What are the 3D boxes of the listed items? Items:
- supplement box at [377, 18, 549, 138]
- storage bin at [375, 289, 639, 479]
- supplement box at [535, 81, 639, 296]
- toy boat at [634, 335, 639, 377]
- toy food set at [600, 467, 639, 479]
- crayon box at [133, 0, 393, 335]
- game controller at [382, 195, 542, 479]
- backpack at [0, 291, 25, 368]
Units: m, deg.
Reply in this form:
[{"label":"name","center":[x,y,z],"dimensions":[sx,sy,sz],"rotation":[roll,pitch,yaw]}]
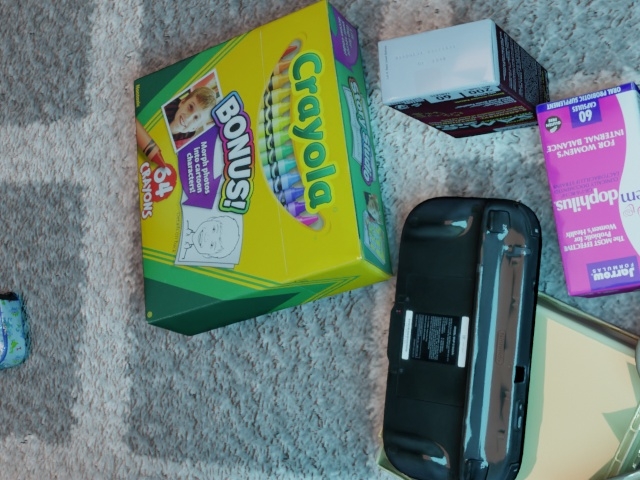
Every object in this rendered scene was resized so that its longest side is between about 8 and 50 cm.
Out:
[{"label":"supplement box","center":[0.171,-0.176,1.127],"dimensions":[0.130,0.239,0.073],"rotation":[-7,84,27]},{"label":"storage bin","center":[0.232,0.196,1.129],"dimensions":[0.262,0.123,0.260],"rotation":[26,98,26]},{"label":"supplement box","center":[0.325,-0.051,1.111],"dimensions":[0.111,0.114,0.220],"rotation":[-12,82,25]},{"label":"toy boat","center":[0.425,0.089,0.975],"dimensions":[0.151,0.231,0.151],"rotation":[48,137,1]},{"label":"toy food set","center":[0.392,0.319,0.969],"dimensions":[0.220,0.306,0.092],"rotation":[-25,32,23]},{"label":"crayon box","center":[-0.086,-0.090,1.292],"dimensions":[0.313,0.106,0.363],"rotation":[-18,66,26]},{"label":"game controller","center":[0.151,0.110,1.085],"dimensions":[0.166,0.067,0.319],"rotation":[4,86,42]},{"label":"backpack","center":[-0.519,0.147,1.538],"dimensions":[0.105,0.084,0.114],"rotation":[-20,79,27]}]
